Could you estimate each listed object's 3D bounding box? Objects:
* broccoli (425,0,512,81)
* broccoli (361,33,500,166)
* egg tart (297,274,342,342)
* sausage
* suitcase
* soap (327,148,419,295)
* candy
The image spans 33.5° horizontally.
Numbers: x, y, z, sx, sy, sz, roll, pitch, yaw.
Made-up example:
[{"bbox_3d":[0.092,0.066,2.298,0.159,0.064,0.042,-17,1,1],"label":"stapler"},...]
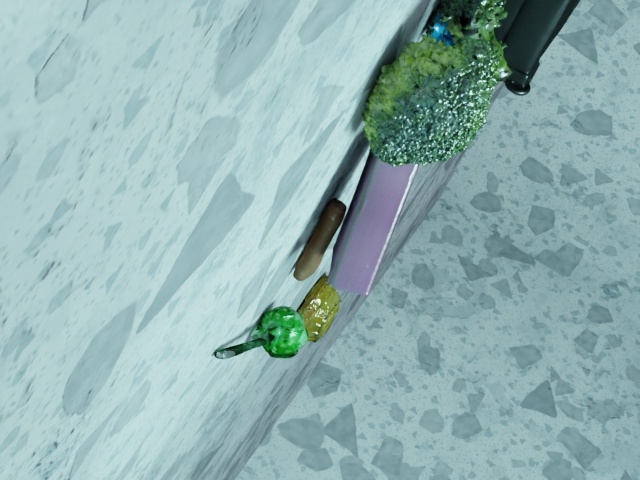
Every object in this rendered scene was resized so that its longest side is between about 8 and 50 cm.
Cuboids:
[{"bbox_3d":[0.249,-0.325,1.712,0.154,0.160,0.167,-17,159,-35],"label":"broccoli"},{"bbox_3d":[0.163,-0.208,1.610,0.226,0.198,0.176,-12,-105,61],"label":"broccoli"},{"bbox_3d":[-0.009,0.166,2.422,0.191,0.074,0.191,-56,170,-15],"label":"egg tart"},{"bbox_3d":[0.000,0.000,1.895,0.043,0.043,0.186,-47,168,-54],"label":"sausage"},{"bbox_3d":[0.436,-0.501,2.059,0.339,0.188,0.345,-49,168,-39],"label":"suitcase"},{"bbox_3d":[0.092,-0.054,1.825,0.181,0.081,0.259,-80,-172,-70],"label":"soap"},{"bbox_3d":[-0.108,0.172,1.841,0.097,0.097,0.323,-59,165,13],"label":"candy"}]
